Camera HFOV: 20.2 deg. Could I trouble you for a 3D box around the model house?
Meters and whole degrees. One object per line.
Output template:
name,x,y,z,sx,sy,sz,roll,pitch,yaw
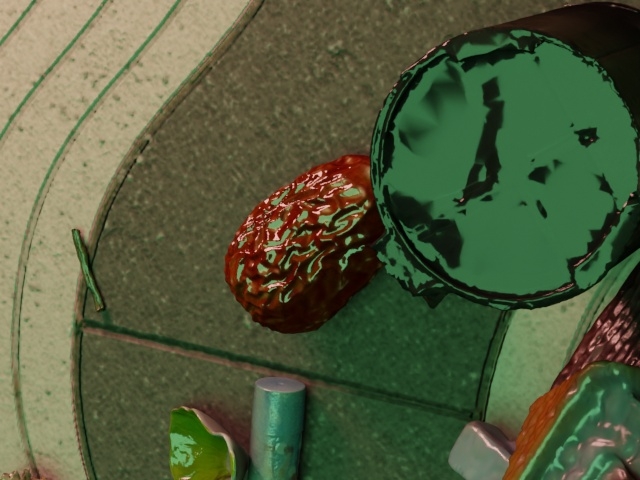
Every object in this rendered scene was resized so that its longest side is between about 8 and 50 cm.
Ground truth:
model house,0.258,0.169,1.392,0.339,0.297,0.360,43,107,45

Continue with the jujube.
jujube,0.000,0.000,1.549,0.176,0.109,0.112,-42,119,15

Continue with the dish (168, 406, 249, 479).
dish,-0.094,0.196,1.634,0.137,0.039,0.091,-1,93,60

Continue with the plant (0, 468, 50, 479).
plant,-0.282,0.284,1.713,0.122,0.116,0.104,38,126,-9

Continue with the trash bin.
trash bin,0.179,-0.074,1.351,0.203,0.301,0.252,45,113,9

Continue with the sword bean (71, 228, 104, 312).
sword bean,-0.219,0.028,1.688,0.012,0.012,0.083,-16,94,23

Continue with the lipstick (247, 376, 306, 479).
lipstick,-0.042,0.205,1.629,0.048,0.048,0.158,9,103,20
